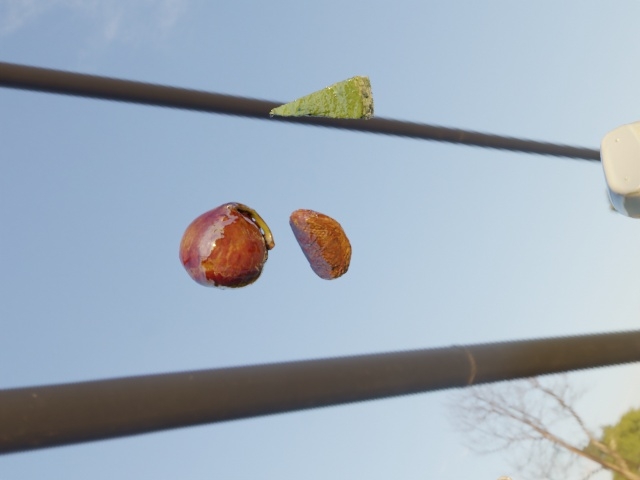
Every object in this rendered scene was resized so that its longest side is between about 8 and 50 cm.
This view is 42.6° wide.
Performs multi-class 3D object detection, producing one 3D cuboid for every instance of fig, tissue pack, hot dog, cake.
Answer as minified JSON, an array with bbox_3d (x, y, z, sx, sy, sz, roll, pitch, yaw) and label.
[{"bbox_3d":[-0.201,0.011,1.768,0.205,0.205,0.205,-40,-38,-42],"label":"fig"},{"bbox_3d":[0.859,-0.183,1.975,0.236,0.333,0.229,31,-131,-56],"label":"tissue pack"},{"bbox_3d":[-0.003,0.001,2.232,0.099,0.160,0.227,-48,-53,-28],"label":"hot dog"},{"bbox_3d":[0.002,-0.333,1.901,0.100,0.235,0.099,-34,-55,-67],"label":"cake"}]

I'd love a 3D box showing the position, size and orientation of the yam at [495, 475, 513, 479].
[{"bbox_3d":[0.413,0.578,1.695,0.045,0.045,0.327,-41,-46,-12],"label":"yam"}]
